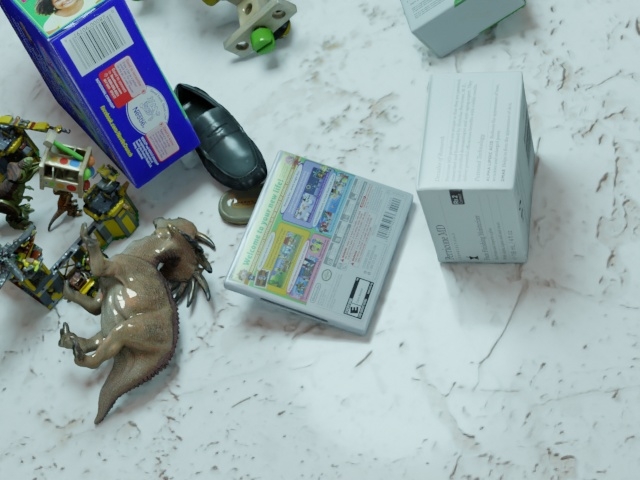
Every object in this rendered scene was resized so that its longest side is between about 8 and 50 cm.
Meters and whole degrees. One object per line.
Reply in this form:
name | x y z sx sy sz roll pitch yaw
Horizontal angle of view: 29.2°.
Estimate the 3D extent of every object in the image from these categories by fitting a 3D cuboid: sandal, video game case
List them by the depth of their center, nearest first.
video game case | 0.000 0.000 1.611 0.193 0.023 0.212 19 65 5
sandal | -0.058 -0.064 1.682 0.180 0.049 0.072 -8 58 10

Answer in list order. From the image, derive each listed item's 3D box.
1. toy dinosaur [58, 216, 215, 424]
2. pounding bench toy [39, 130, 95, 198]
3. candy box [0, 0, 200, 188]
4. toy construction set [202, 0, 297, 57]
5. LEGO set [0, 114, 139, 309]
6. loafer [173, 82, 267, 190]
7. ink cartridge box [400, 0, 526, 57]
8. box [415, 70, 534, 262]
toy dinosaur | -0.228 0.089 1.603 0.200 0.127 0.295 7 74 -22
pounding bench toy | -0.331 -0.104 1.616 0.065 0.083 0.052 12 54 -3
candy box | -0.326 -0.261 1.710 0.122 0.268 0.317 -36 43 -12
toy construction set | -0.177 -0.377 1.811 0.309 0.257 0.237 -18 68 12
LEGO set | -0.431 -0.067 1.701 0.255 0.192 0.331 -44 59 -13
loafer | -0.148 -0.147 1.724 0.076 0.078 0.223 -36 48 -7
ink cartridge box | 0.186 -0.392 1.769 0.153 0.087 0.208 -30 54 23
box | 0.199 -0.090 1.548 0.119 0.181 0.182 0 60 16
